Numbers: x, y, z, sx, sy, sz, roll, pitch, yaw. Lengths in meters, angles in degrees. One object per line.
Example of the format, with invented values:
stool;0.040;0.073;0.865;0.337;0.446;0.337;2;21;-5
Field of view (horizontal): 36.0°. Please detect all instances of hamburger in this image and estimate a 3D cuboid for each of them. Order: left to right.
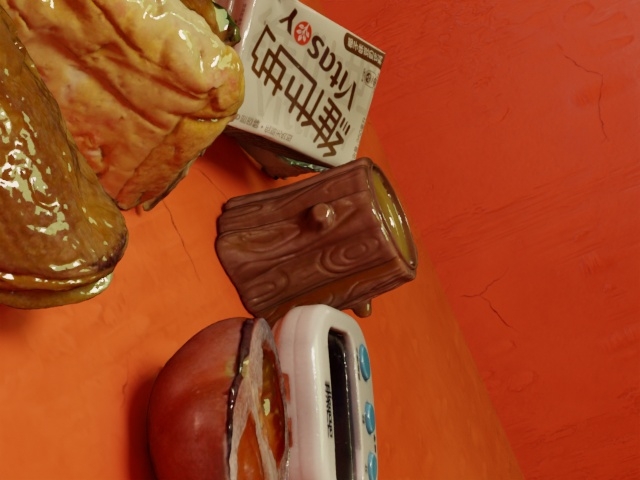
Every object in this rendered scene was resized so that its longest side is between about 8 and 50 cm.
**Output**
hamburger;-0.182;-0.186;0.977;0.162;0.209;0.330;-97;161;-46

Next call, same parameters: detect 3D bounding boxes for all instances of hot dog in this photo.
hot dog;-0.249;-0.071;0.725;0.196;0.122;0.272;-85;153;-59

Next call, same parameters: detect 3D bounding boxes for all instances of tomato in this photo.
tomato;-0.096;0.186;0.908;0.228;0.112;0.199;-77;158;-58

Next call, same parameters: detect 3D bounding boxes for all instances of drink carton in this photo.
drink carton;-0.055;-0.224;1.370;0.325;0.132;0.194;15;90;-56

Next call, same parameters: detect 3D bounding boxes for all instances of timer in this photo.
timer;0.003;0.214;1.217;0.237;0.087;0.261;30;54;-66

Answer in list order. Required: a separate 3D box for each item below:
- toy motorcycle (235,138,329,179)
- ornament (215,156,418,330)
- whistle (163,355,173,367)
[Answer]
toy motorcycle;-0.062;-0.253;1.577;0.241;0.182;0.319;-81;147;-65
ornament;0.000;0.000;1.337;0.221;0.218;0.235;42;30;-59
whistle;-0.123;0.141;1.028;0.057;0.046;0.109;54;6;8
